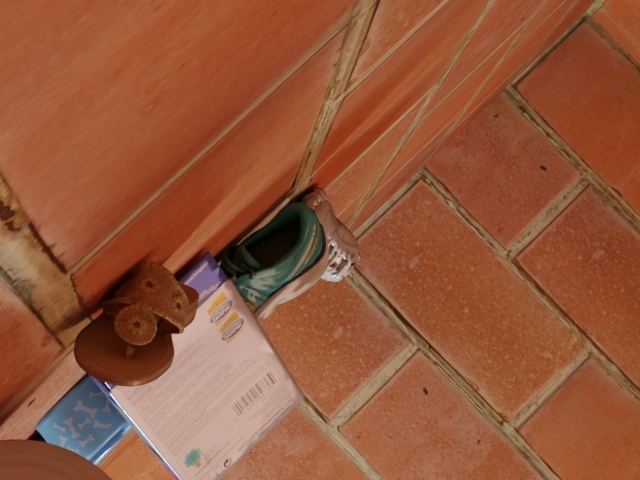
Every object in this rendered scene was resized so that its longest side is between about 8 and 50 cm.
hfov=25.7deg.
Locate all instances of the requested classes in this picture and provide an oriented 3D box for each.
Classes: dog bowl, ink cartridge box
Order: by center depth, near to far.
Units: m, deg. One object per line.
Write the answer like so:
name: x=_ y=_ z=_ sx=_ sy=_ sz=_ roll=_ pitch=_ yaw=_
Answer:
ink cartridge box: x=-0.147 y=0.153 z=1.618 sx=0.186 sy=0.065 sz=0.311 roll=-44 pitch=142 yaw=-14
dog bowl: x=-0.300 y=0.244 z=1.725 sx=0.297 sy=0.074 sz=0.166 roll=-47 pitch=175 yaw=35

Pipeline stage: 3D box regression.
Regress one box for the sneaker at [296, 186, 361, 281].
sneaker: x=0.000 y=0.000 z=1.952 sx=0.110 sy=0.118 sz=0.292 roll=-43 pitch=175 yaw=7

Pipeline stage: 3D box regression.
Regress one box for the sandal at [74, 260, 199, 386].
sandal: x=-0.158 y=0.053 z=1.265 sx=0.240 sy=0.088 sz=0.079 roll=-57 pitch=161 yaw=-74

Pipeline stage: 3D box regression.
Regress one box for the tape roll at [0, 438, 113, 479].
tape roll: x=-0.287 y=0.317 z=1.316 sx=0.246 sy=0.246 sz=0.169 roll=-43 pitch=177 yaw=-19

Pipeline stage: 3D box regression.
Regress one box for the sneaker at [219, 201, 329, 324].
sneaker: x=-0.107 y=0.053 z=1.706 sx=0.275 sy=0.107 sz=0.110 roll=-43 pitch=152 yaw=-16
